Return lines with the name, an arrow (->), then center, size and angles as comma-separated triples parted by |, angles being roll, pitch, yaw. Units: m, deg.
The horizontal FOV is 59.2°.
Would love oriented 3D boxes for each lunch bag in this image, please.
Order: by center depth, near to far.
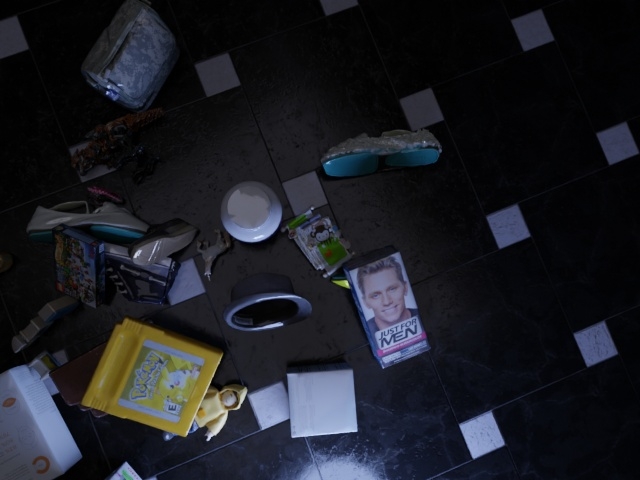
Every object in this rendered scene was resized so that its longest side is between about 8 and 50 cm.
lunch bag -> -0.600, -0.576, 1.762 | 0.213, 0.256, 0.305 | 30, 85, -1

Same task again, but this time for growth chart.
growth chart -> 0.000, 0.000, 1.840 | 0.237, 0.021, 0.172 | 49, 63, -8

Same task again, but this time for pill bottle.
pill bottle -> -0.206, -0.080, 1.717 | 0.182, 0.323, 0.181 | 0, 86, -4

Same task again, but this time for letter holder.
letter holder -> -0.625, 0.412, 1.741 | 0.302, 0.152, 0.214 | -29, 90, -5

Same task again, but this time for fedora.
fedora -> -0.173, 0.183, 1.777 | 0.276, 0.243, 0.124 | -14, 58, 4

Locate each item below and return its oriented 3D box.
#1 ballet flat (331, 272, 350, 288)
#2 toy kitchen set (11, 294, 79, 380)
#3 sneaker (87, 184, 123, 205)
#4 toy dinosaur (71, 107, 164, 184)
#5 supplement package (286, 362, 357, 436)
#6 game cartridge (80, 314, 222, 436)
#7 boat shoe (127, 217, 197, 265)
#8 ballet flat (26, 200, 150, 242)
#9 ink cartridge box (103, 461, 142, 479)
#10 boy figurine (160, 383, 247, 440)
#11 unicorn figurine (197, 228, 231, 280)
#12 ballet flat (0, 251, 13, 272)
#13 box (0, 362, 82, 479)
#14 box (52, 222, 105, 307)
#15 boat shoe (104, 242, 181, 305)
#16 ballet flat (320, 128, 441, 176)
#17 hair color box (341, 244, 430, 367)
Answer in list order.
ballet flat -> 0.154, 0.132, 1.855 | 0.231, 0.077, 0.077 | -12, 100, -6
toy kitchen set -> -0.828, 0.305, 1.770 | 0.207, 0.122, 0.166 | -42, 90, 14
sneaker -> -0.704, -0.136, 1.834 | 0.119, 0.047, 0.057 | 19, 105, -1
toy dinosaur -> -0.643, -0.315, 1.802 | 0.322, 0.164, 0.218 | -46, 73, 15
supplement package -> 0.001, 0.496, 1.775 | 0.203, 0.149, 0.194 | -4, 86, -4
game cartridge -> -0.493, 0.401, 1.663 | 0.324, 0.053, 0.285 | 24, 90, -17
boat shoe -> -0.497, -0.005, 1.738 | 0.092, 0.285, 0.102 | 36, 119, 13
ballet flat -> -0.723, -0.066, 1.789 | 0.400, 0.139, 0.139 | 0, 86, -2
ink cartridge box -> -0.618, 0.822, 1.649 | 0.197, 0.270, 0.198 | -41, 90, -7
boy figurine -> -0.363, 0.539, 1.779 | 0.285, 0.092, 0.177 | -20, 85, -2
unicorn figurine -> -0.351, 0.036, 1.821 | 0.162, 0.060, 0.111 | -42, 58, 26
ballet flat -> -1.089, 0.100, 1.770 | 0.232, 0.073, 0.080 | -30, 88, -5
box -> -0.919, 0.579, 1.698 | 0.215, 0.168, 0.345 | -28, 87, -6
box -> -0.740, 0.079, 1.727 | 0.159, 0.044, 0.233 | 20, 122, 13
boat shoe -> -0.627, 0.104, 1.772 | 0.341, 0.127, 0.158 | 13, 78, -3
ballet flat -> 0.195, -0.300, 1.876 | 0.409, 0.147, 0.147 | -6, 86, -7
hair color box -> 0.209, 0.209, 1.788 | 0.174, 0.105, 0.347 | -22, 104, -6
